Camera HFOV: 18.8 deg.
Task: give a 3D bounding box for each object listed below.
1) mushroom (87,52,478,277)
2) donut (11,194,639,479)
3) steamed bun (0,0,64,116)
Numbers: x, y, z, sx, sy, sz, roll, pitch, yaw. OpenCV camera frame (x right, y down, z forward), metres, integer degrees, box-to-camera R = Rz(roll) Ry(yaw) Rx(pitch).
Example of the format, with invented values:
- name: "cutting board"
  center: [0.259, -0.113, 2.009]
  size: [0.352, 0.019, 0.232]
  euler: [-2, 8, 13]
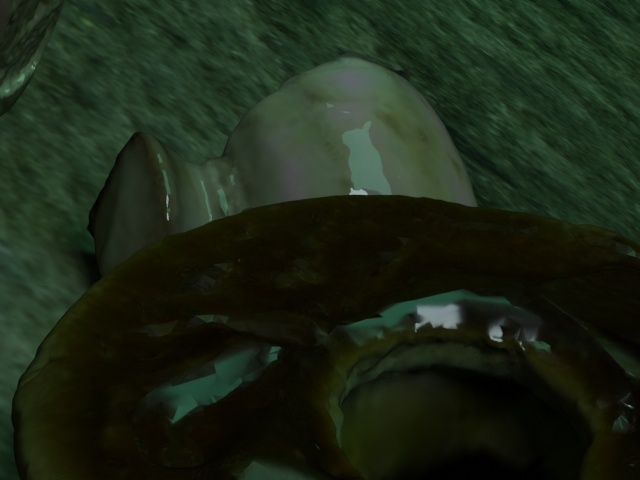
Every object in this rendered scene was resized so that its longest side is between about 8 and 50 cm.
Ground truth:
- name: "mushroom"
  center: [0.019, 0.008, 1.022]
  size: [0.236, 0.162, 0.173]
  euler: [12, 27, -42]
- name: "donut"
  center: [0.044, 0.116, 0.740]
  size: [0.330, 0.160, 0.330]
  euler: [6, 31, -4]
- name: "steamed bun"
  center: [-0.254, -0.162, 1.017]
  size: [0.239, 0.170, 0.152]
  euler: [34, 40, 3]
